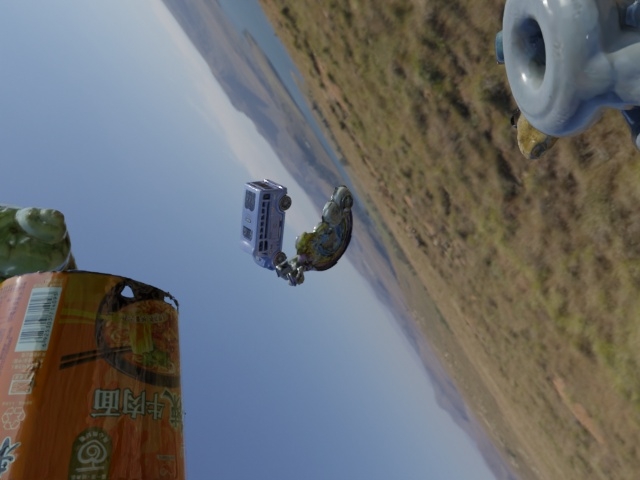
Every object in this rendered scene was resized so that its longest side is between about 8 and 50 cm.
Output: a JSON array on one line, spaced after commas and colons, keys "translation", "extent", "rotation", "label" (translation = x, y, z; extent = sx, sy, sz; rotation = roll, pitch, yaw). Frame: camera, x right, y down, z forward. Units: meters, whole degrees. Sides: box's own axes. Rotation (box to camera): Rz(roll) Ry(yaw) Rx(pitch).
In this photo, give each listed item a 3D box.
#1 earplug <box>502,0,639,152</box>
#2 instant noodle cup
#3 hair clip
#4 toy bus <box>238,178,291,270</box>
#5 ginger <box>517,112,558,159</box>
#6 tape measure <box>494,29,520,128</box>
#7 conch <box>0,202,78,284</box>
[{"translation": [0.332, -0.208, 0.593], "extent": [0.325, 0.175, 0.214], "rotation": [37, 153, 42], "label": "earplug"}, {"translation": [-0.231, 0.142, 0.505], "extent": [0.230, 0.230, 0.183], "rotation": [50, -146, -61], "label": "instant noodle cup"}, {"translation": [0.000, 0.000, 0.839], "extent": [0.049, 0.172, 0.116], "rotation": [33, 156, 28], "label": "hair clip"}, {"translation": [-0.108, -0.025, 0.990], "extent": [0.073, 0.076, 0.168], "rotation": [26, 116, 43], "label": "toy bus"}, {"translation": [0.359, -0.218, 0.777], "extent": [0.081, 0.115, 0.206], "rotation": [38, 147, 18], "label": "ginger"}, {"translation": [0.326, -0.253, 0.838], "extent": [0.104, 0.107, 0.180], "rotation": [-138, 39, -55], "label": "tape measure"}, {"translation": [-0.354, 0.046, 0.602], "extent": [0.124, 0.182, 0.187], "rotation": [13, -158, 1], "label": "conch"}]
